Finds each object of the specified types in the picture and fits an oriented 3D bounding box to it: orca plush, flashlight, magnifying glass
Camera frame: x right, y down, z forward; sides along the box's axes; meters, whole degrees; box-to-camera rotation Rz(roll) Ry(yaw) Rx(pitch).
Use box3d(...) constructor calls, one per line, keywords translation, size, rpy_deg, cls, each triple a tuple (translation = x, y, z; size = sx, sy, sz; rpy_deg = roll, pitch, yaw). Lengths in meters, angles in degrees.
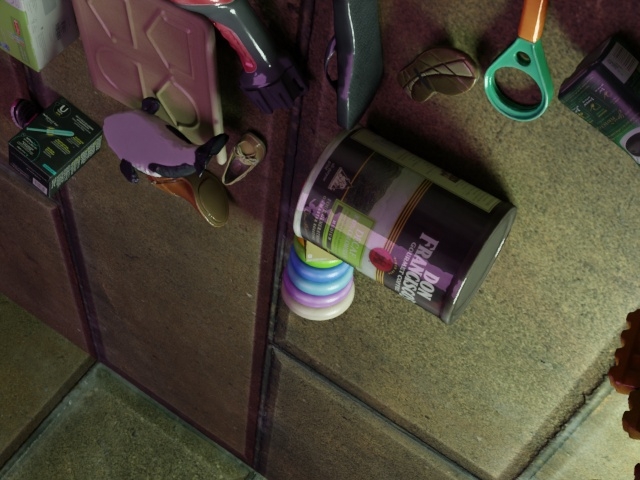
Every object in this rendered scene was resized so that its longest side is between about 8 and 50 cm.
box3d(translation=(-0.257, -0.171, 1.674), size=(0.287, 0.151, 0.102), rpy_deg=(1, 178, 40), cls="orca plush")
box3d(translation=(-0.136, -0.309, 1.404), size=(0.103, 0.103, 0.304), rpy_deg=(35, 167, 44), cls="flashlight")
box3d(translation=(0.254, -0.234, 1.185), size=(0.092, 0.026, 0.231), rpy_deg=(28, 149, 19), cls="magnifying glass")

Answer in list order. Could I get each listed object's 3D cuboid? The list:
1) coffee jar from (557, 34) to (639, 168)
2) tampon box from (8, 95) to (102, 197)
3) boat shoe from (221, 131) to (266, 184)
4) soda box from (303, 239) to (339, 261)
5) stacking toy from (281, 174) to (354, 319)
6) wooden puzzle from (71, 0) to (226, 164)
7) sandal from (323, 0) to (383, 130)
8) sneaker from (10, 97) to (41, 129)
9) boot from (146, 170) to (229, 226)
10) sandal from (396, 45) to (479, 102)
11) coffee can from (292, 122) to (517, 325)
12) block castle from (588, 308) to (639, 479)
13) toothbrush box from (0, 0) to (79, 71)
box3d(translation=(0.374, -0.145, 1.115), size=(0.184, 0.079, 0.096), rpy_deg=(41, 148, -2), cls="coffee jar")
box3d(translation=(-0.565, -0.200, 2.042), size=(0.120, 0.161, 0.101), rpy_deg=(40, 152, 1), cls="tampon box")
box3d(translation=(-0.143, -0.146, 1.746), size=(0.056, 0.048, 0.153), rpy_deg=(42, 152, -6), cls="boat shoe")
box3d(translation=(0.063, -0.008, 1.588), size=(0.181, 0.061, 0.058), rpy_deg=(-2, 140, -5), cls="soda box")
box3d(translation=(0.000, 0.000, 1.715), size=(0.141, 0.141, 0.330), rpy_deg=(28, 146, 19), cls="stacking toy")
box3d(translation=(-0.283, -0.324, 1.634), size=(0.347, 0.080, 0.322), rpy_deg=(34, 151, 19), cls="wooden puzzle")
box3d(translation=(0.041, -0.270, 1.320), size=(0.054, 0.097, 0.255), rpy_deg=(23, 137, 25), cls="sandal")
box3d(translation=(-0.623, -0.250, 2.143), size=(0.074, 0.063, 0.170), rpy_deg=(18, 150, 34), cls="sneaker")
box3d(translation=(-0.274, -0.106, 1.938), size=(0.152, 0.073, 0.197), rpy_deg=(-14, 110, 55), cls="boot")
box3d(translation=(0.160, -0.229, 1.286), size=(0.072, 0.049, 0.180), rpy_deg=(52, 164, -11), cls="sandal")
box3d(translation=(0.126, -0.027, 1.446), size=(0.275, 0.201, 0.202), rpy_deg=(30, 150, 17), cls="coffee can")
box3d(translation=(0.464, 0.216, 1.146), size=(0.212, 0.453, 0.303), rpy_deg=(12, 143, 27), cls="block castle")
box3d(translation=(-0.589, -0.469, 1.725), size=(0.283, 0.122, 0.206), rpy_deg=(31, 151, 13), cls="toothbrush box")
